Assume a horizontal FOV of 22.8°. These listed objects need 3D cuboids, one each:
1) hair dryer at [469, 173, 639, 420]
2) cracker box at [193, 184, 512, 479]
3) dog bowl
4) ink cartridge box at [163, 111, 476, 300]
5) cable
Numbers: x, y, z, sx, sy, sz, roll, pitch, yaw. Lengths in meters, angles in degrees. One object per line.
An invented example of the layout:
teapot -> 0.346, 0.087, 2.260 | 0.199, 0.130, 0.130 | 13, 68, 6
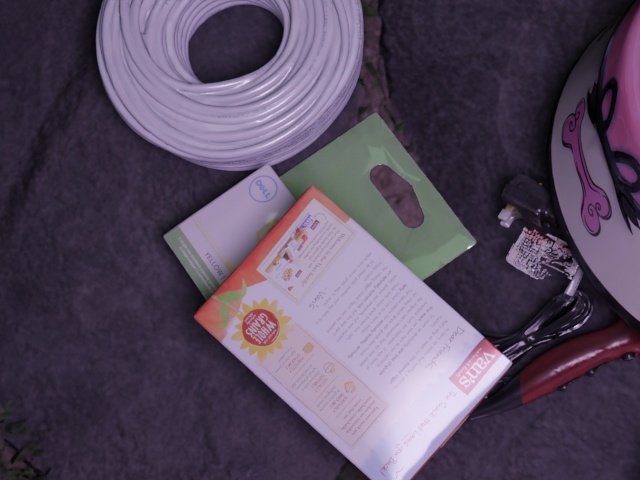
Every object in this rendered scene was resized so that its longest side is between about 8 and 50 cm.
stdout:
hair dryer -> 0.254, 0.091, 1.406 | 0.293, 0.080, 0.224 | 25, 92, 20
cracker box -> 0.028, 0.087, 1.371 | 0.232, 0.067, 0.156 | 42, 87, 7
dog bowl -> 0.405, -0.087, 1.339 | 0.407, 0.150, 0.408 | 2, 64, -3
ink cartridge box -> 0.000, 0.000, 1.460 | 0.235, 0.056, 0.171 | -35, 73, -3
cable -> -0.086, -0.191, 1.509 | 0.257, 0.089, 0.257 | 22, 78, 12
